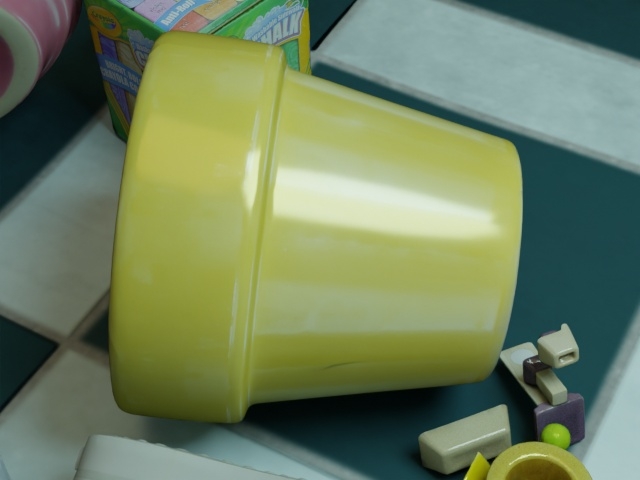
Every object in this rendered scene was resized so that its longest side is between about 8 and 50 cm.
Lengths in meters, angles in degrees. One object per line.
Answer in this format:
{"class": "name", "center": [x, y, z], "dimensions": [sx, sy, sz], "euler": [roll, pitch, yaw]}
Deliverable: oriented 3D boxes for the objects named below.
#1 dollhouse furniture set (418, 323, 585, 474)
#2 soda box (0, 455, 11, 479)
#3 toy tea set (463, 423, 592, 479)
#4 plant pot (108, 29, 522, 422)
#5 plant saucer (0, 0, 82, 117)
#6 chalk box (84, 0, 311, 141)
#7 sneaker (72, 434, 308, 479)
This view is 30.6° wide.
{"class": "dollhouse furniture set", "center": [0.111, 0.097, 0.805], "dimensions": [0.114, 0.091, 0.081], "euler": [-18, 36, -9]}
{"class": "soda box", "center": [-0.323, 0.149, 0.776], "dimensions": [0.216, 0.069, 0.074], "euler": [12, 50, 11]}
{"class": "toy tea set", "center": [0.131, 0.241, 0.642], "dimensions": [0.200, 0.124, 0.336], "euler": [21, 53, 19]}
{"class": "plant pot", "center": [0.000, 0.000, 0.779], "dimensions": [0.239, 0.254, 0.254], "euler": [6, 50, -2]}
{"class": "plant saucer", "center": [-0.344, -0.157, 0.886], "dimensions": [0.332, 0.332, 0.084], "euler": [-11, 68, -7]}
{"class": "chalk box", "center": [-0.096, -0.167, 0.942], "dimensions": [0.132, 0.213, 0.132], "euler": [35, 59, 28]}
{"class": "sneaker", "center": [-0.007, 0.212, 0.643], "dimensions": [0.366, 0.135, 0.150], "euler": [4, 71, 39]}
